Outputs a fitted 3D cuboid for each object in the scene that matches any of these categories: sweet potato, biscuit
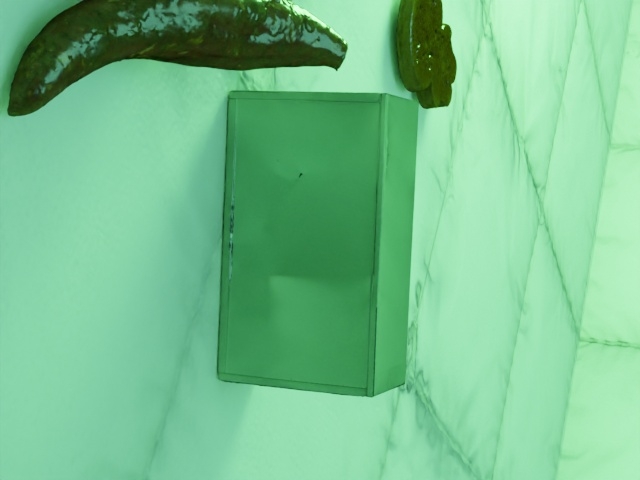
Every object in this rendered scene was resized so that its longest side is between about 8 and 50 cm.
[{"bbox_3d":[-0.087,-0.129,0.721,0.255,0.058,0.078,-15,96,-43],"label":"sweet potato"},{"bbox_3d":[0.115,-0.211,1.284,0.175,0.026,0.124,52,48,-58],"label":"biscuit"}]

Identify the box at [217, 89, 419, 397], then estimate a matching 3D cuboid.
[{"bbox_3d":[0.000,0.000,0.908,0.086,0.129,0.225,-3,96,-68],"label":"box"}]
